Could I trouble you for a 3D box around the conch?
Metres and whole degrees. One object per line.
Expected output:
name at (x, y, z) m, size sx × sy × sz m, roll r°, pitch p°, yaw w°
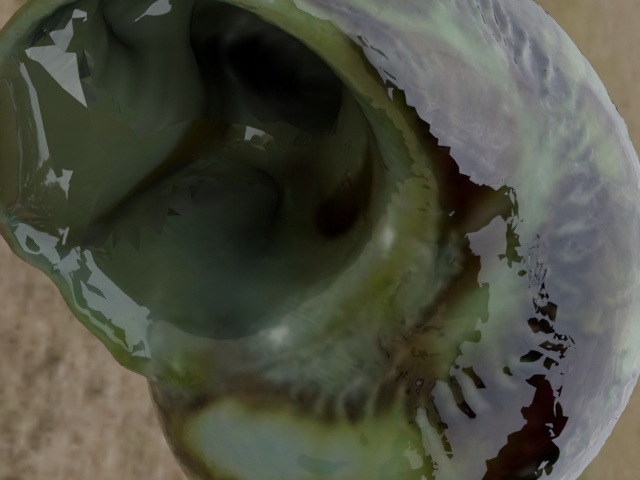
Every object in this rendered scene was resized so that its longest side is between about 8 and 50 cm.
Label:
conch at (0.000, -0.001, 0.453) m, size 0.124 × 0.187 × 0.181 m, roll -77°, pitch -172°, yaw -60°
